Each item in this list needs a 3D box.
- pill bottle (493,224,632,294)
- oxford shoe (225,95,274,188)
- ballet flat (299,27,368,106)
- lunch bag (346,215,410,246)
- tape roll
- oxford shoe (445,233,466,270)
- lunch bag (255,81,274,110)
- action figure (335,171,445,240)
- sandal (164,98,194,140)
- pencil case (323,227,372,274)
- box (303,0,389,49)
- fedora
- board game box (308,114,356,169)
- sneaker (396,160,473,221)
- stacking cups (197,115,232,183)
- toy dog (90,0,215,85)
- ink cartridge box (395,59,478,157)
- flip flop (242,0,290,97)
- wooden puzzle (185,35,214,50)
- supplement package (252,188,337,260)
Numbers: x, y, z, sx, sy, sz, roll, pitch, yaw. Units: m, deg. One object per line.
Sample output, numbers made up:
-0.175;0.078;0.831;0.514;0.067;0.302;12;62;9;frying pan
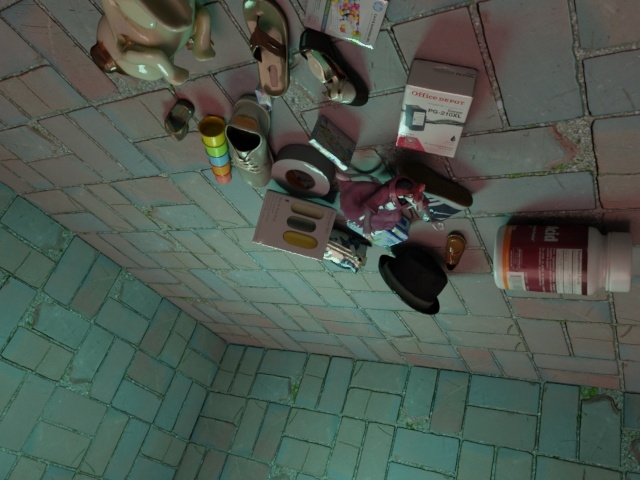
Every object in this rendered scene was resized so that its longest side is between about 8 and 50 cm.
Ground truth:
0.788;0.062;1.666;0.393;0.223;0.224;2;147;28;pill bottle
-0.249;-0.304;1.755;0.169;0.129;0.449;16;153;2;oxford shoe
0.029;-0.441;1.377;0.095;0.096;0.280;-10;141;40;ballet flat
0.223;-0.066;1.927;0.219;0.090;0.176;35;145;-28;lunch bag
-0.062;-0.242;1.806;0.220;0.072;0.219;14;150;8;tape roll
0.518;0.049;1.964;0.076;0.076;0.212;10;149;19;oxford shoe
-0.160;-0.439;1.521;0.053;0.071;0.083;9;151;15;lunch bag
0.226;-0.139;1.608;0.248;0.275;0.370;-4;170;-23;action figure
-0.500;-0.411;1.785;0.090;0.060;0.219;30;149;-20;sandal
0.000;0.000;2.094;0.411;0.159;0.183;24;166;-9;pencil case
0.061;-0.554;1.223;0.186;0.038;0.145;19;152;-1;box
0.399;0.143;2.066;0.334;0.334;0.152;31;119;-21;fedora
0.040;-0.306;1.598;0.154;0.103;0.026;36;148;-27;board game box
0.346;-0.152;1.689;0.283;0.099;0.153;24;150;-15;sneaker
-0.365;-0.316;1.853;0.096;0.095;0.316;15;155;8;stacking cups
-0.454;-0.561;1.276;0.396;0.284;0.408;28;152;-16;toy dog
0.306;-0.349;1.366;0.172;0.100;0.237;14;151;9;ink cartridge box
-0.142;-0.503;1.346;0.113;0.080;0.276;6;132;12;flip flop
-0.371;-0.579;1.463;0.117;0.014;0.078;3;148;27;wooden puzzle
-0.097;-0.062;1.893;0.263;0.199;0.198;16;-175;-6;supplement package
